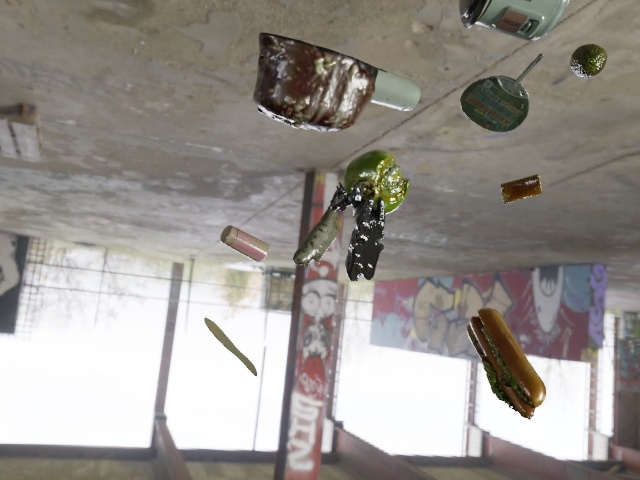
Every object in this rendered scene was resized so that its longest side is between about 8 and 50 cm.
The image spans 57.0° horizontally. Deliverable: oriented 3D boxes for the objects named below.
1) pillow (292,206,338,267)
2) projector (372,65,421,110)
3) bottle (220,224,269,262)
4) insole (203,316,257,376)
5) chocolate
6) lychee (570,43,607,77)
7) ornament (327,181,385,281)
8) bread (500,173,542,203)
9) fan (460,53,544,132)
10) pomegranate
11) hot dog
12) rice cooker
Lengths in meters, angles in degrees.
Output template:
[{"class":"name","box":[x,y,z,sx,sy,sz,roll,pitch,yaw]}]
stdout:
[{"class":"pillow","box":[0.001,0.000,1.825,0.051,0.241,0.093,0,136,46]},{"class":"projector","box":[0.180,-0.472,1.816,0.108,0.108,0.338,-1,-179,40]},{"class":"bottle","box":[-0.154,0.007,1.189,0.096,0.045,0.045,29,160,-31]},{"class":"insole","box":[-0.249,0.296,1.652,0.253,0.005,0.086,54,-175,-31]},{"class":"chocolate","box":[-0.027,-0.396,1.560,0.340,0.210,0.225,11,-172,-23]},{"class":"lychee","box":[0.890,-0.596,1.958,0.114,0.114,0.146,3,-156,19]},{"class":"ornament","box":[0.076,-0.032,1.340,0.080,0.202,0.236,3,-160,-18]},{"class":"bread","box":[0.422,-0.110,1.241,0.083,0.036,0.047,-14,121,23]},{"class":"fan","box":[0.570,-0.476,1.904,0.223,0.012,0.294,9,136,10]},{"class":"pomegranate","box":[0.172,-0.181,2.000,0.236,0.235,0.302,2,-160,26]},{"class":"hot dog","box":[0.509,0.340,1.645,0.100,0.337,0.135,0,136,-26]},{"class":"rice cooker","box":[0.504,-0.682,1.571,0.317,0.264,0.316,10,163,3]}]
